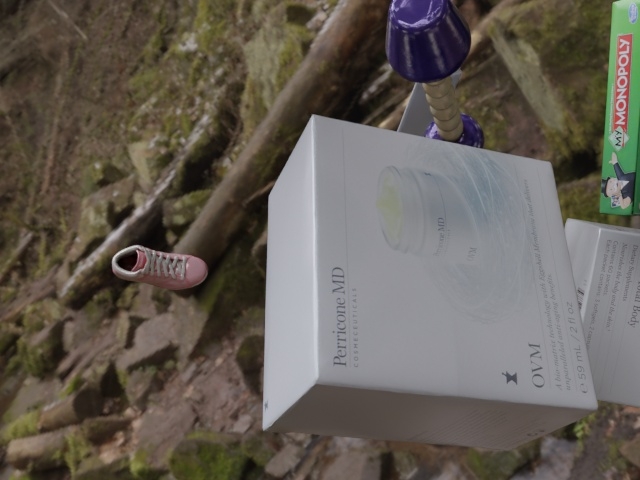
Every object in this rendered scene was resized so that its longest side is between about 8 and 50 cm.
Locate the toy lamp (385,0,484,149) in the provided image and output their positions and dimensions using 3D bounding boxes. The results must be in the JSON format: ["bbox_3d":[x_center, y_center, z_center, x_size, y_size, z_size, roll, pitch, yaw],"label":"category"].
[{"bbox_3d":[0.117,-0.154,0.744,0.080,0.275,0.080,-4,74,15],"label":"toy lamp"}]

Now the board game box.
[{"bbox_3d":[0.436,-0.134,0.811,0.317,0.213,0.046,-1,5,-27],"label":"board game box"}]

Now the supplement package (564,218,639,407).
[{"bbox_3d":[0.434,0.095,0.927,0.198,0.263,0.199,-33,-47,-81],"label":"supplement package"}]

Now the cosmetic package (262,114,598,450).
[{"bbox_3d":[0.077,0.040,0.621,0.138,0.225,0.224,123,151,-56],"label":"cosmetic package"}]

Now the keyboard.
[{"bbox_3d":[0.113,-0.115,0.973,0.072,0.256,0.014,-18,54,-30],"label":"keyboard"}]

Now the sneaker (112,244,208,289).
[{"bbox_3d":[-0.226,0.038,1.052,0.070,0.134,0.050,119,155,-76],"label":"sneaker"}]
